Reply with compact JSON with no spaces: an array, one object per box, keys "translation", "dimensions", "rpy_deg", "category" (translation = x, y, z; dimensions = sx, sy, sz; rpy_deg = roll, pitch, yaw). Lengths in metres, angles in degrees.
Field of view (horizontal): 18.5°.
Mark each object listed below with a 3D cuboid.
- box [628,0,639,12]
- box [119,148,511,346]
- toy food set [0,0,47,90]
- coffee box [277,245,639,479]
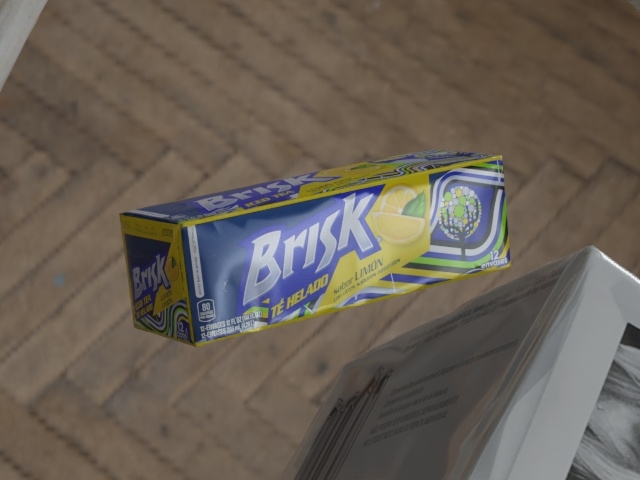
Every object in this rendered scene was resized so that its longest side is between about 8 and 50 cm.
[{"translation":[0.174,-0.136,0.690],"dimensions":[0.119,0.182,0.181],"rpy_deg":[-43,81,-8],"category":"box"},{"translation":[0.000,0.000,0.866],"dimensions":[0.169,0.059,0.054],"rpy_deg":[-14,103,-31],"category":"box"},{"translation":[-0.188,-0.109,0.352],"dimensions":[0.306,0.092,0.220],"rpy_deg":[36,20,-14],"category":"toy food set"},{"translation":[0.128,0.263,1.079],"dimensions":[0.334,0.337,0.338],"rpy_deg":[35,68,-10],"category":"coffee box"}]
